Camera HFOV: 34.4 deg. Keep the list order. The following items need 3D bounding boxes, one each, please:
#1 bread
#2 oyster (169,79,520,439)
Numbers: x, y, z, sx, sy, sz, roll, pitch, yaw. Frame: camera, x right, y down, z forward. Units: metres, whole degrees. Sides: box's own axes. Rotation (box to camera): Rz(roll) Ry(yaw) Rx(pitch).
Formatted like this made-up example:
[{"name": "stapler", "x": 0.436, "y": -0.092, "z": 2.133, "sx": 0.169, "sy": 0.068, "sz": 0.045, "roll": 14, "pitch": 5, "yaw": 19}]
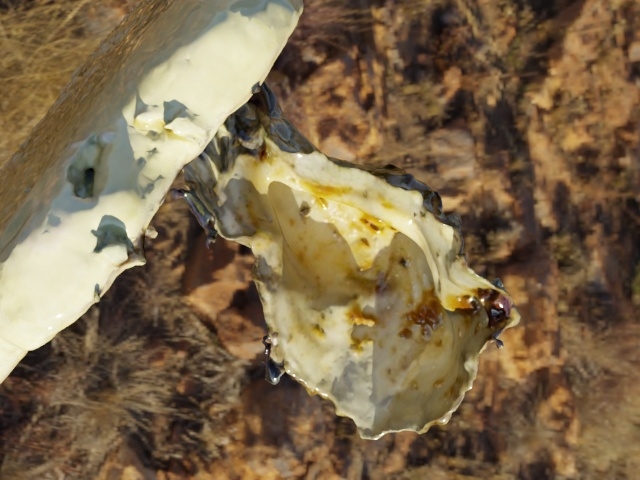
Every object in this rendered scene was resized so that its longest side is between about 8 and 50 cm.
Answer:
[{"name": "bread", "x": -0.107, "y": -0.049, "z": 0.506, "sx": 0.054, "sy": 0.316, "sz": 0.316, "roll": 39, "pitch": 61, "yaw": -19}, {"name": "oyster", "x": -0.004, "y": 0.006, "z": 0.828, "sx": 0.337, "sy": 0.198, "sz": 0.133, "roll": 42, "pitch": 10, "yaw": 7}]
